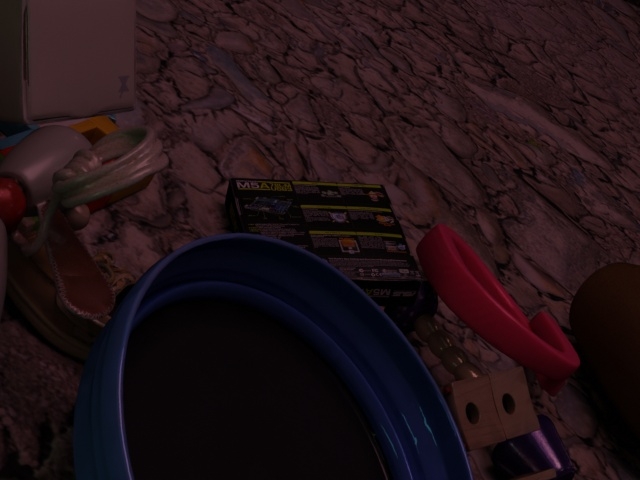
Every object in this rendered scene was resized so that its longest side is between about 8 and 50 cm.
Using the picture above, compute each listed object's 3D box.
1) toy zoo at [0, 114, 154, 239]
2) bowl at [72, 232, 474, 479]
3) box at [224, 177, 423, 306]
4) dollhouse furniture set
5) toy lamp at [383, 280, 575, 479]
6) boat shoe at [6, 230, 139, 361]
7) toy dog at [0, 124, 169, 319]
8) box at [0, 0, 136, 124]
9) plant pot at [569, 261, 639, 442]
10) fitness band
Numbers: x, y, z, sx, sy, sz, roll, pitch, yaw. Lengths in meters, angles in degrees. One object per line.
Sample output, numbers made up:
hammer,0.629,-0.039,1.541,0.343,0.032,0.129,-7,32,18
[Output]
toy zoo,-0.296,-0.101,1.353,0.192,0.030,0.293,39,27,9
bowl,-0.025,0.183,1.012,0.391,0.077,0.391,31,43,-34
box,0.000,0.000,1.444,0.191,0.045,0.184,1,35,-17
dollhouse furniture set,0.134,0.230,1.232,0.129,0.129,0.183,-3,75,-49
toy lamp,0.172,0.161,1.398,0.080,0.080,0.274,4,39,-45
boat shoe,-0.162,0.071,1.157,0.285,0.089,0.104,35,27,2
toy dog,-0.255,0.051,1.002,0.220,0.161,0.334,9,39,45
box,-0.330,-0.187,1.194,0.311,0.121,0.148,10,15,31
plant pot,0.432,0.137,1.598,0.237,0.237,0.254,14,19,-35
fitness band,0.205,0.075,1.509,0.209,0.054,0.291,42,10,-14
